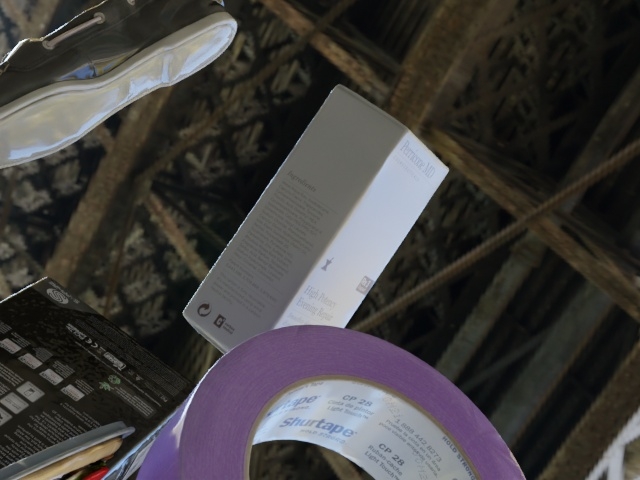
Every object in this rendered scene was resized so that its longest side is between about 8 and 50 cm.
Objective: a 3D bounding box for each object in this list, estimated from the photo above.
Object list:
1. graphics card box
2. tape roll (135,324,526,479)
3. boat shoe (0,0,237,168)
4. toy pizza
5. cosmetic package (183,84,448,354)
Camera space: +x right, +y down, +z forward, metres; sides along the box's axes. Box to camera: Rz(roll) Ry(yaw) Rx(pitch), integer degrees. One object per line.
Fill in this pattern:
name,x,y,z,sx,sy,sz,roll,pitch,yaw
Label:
graphics card box,-0.307,0.185,1.103,0.233,0.371,0.094,34,-64,7
tape roll,0.016,0.194,0.723,0.090,0.275,0.274,-52,-137,41
boat shoe,-0.237,-0.172,1.066,0.095,0.335,0.112,50,-30,14
toy pizza,-0.199,0.163,0.638,0.201,0.201,0.032,-32,-98,36
cosmetic package,0.000,0.000,0.906,0.085,0.117,0.231,36,-87,28
